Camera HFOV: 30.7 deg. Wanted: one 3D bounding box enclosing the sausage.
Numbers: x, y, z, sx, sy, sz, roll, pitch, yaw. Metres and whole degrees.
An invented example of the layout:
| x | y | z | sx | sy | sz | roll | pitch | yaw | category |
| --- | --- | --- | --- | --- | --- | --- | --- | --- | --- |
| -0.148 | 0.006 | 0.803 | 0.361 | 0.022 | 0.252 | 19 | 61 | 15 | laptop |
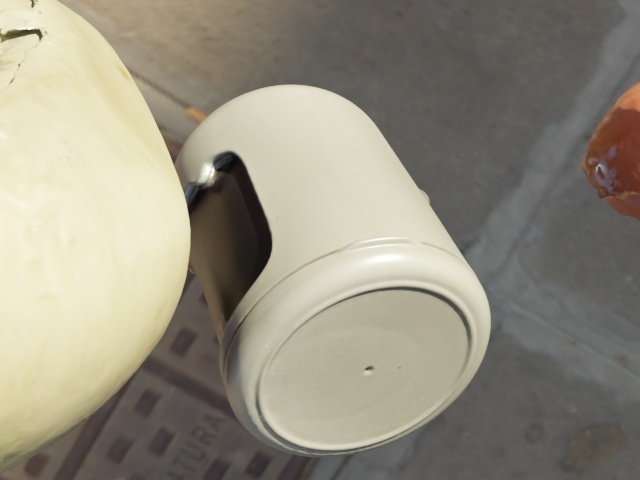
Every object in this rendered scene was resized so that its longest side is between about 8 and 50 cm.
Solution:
| x | y | z | sx | sy | sz | roll | pitch | yaw | category |
| --- | --- | --- | --- | --- | --- | --- | --- | --- | --- |
| 0.337 | -0.061 | 0.902 | 0.255 | 0.148 | 0.148 | 22 | 104 | 20 | sausage |

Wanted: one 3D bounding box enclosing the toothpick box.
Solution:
| x | y | z | sx | sy | sz | roll | pitch | yaw | category |
| --- | --- | --- | --- | --- | --- | --- | --- | --- | --- |
| 0.000 | 0.000 | 0.977 | 0.229 | 0.316 | 0.229 | -11 | 131 | -13 | toothpick box |

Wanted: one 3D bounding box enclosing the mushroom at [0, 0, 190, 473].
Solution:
| x | y | z | sx | sy | sz | roll | pitch | yaw | category |
| --- | --- | --- | --- | --- | --- | --- | --- | --- | --- |
| -0.161 | -0.026 | 0.380 | 0.246 | 0.246 | 0.202 | 10 | 122 | -1 | mushroom |
